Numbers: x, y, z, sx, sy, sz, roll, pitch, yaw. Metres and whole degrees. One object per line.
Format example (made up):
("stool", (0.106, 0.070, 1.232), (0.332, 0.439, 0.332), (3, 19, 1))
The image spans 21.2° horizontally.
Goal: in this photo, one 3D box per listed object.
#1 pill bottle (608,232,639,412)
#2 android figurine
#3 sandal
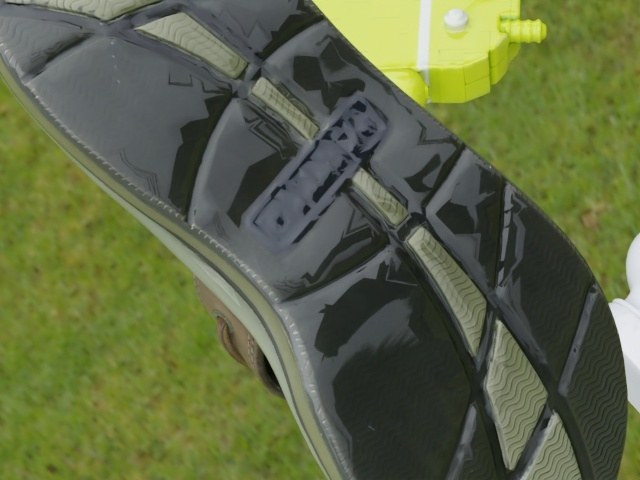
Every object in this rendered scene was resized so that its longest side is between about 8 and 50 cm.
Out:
("pill bottle", (0.368, 0.014, 1.325), (0.323, 0.181, 0.181), (-37, 47, -5))
("android figurine", (0.054, -0.189, 1.442), (0.273, 0.056, 0.248), (0, 48, 10))
("sandal", (0.000, -0.002, 0.608), (0.120, 0.303, 0.086), (-41, 8, -16))
